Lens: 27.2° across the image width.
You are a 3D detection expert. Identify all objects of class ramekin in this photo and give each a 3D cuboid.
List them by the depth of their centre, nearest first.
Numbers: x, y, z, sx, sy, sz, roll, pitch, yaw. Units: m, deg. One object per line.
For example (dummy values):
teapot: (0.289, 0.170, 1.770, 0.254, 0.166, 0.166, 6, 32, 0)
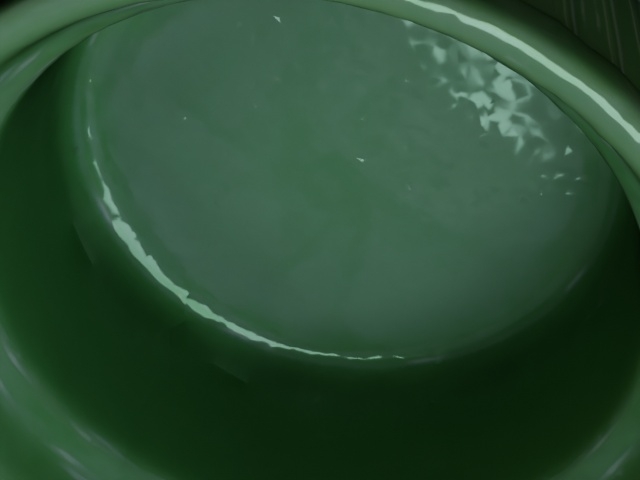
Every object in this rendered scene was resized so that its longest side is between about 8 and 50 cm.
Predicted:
ramekin: (0.000, 0.000, 0.501, 0.303, 0.148, 0.303, 6, 129, 8)
